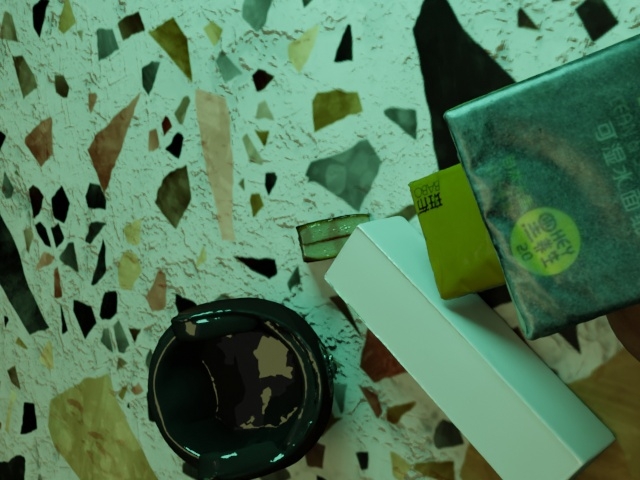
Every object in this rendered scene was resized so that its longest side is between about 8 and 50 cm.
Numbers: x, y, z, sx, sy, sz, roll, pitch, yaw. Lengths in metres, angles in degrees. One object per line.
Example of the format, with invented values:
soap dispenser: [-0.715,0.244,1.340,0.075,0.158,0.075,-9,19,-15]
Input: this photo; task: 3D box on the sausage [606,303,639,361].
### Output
sausage: [0.377,0.153,0.661,0.433,0.088,0.088,41,121,28]

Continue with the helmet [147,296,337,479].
helmet: [-0.085,0.156,0.974,0.216,0.193,0.189,-14,84,29]

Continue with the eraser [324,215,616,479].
eraser: [0.133,0.106,0.860,0.298,0.078,0.076,48,124,24]

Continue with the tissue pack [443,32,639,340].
tissue pack: [0.243,-0.054,0.676,0.257,0.081,0.185,-21,84,10]

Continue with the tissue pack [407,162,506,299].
tissue pack: [0.171,-0.024,0.805,0.169,0.082,0.120,-19,83,40]

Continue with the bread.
bread: [0.000,0.000,0.967,0.109,0.062,0.043,-10,91,43]
